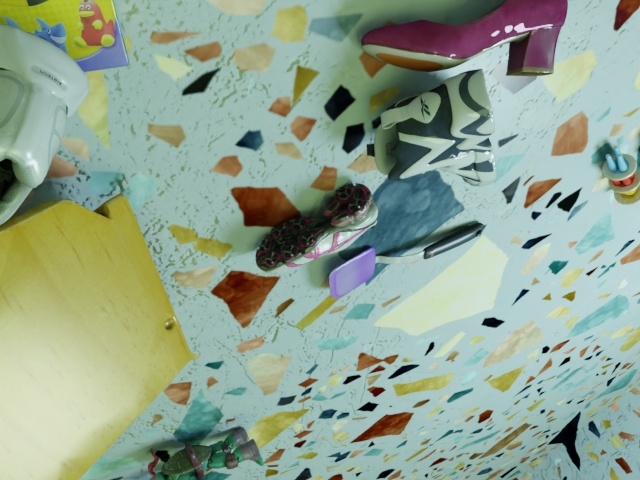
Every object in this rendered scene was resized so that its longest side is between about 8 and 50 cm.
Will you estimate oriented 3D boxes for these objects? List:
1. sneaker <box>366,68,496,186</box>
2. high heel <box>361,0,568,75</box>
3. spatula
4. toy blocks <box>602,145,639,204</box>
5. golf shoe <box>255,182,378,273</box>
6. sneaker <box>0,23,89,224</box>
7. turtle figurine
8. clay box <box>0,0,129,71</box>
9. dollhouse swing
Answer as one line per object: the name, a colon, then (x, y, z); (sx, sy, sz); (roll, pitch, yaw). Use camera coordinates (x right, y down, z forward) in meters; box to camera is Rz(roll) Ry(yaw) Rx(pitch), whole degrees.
sneaker: (0.141, -0.122, 0.656); (0.153, 0.094, 0.235); (-10, 169, 16)
high heel: (0.163, -0.250, 0.561); (0.244, 0.082, 0.117); (0, 101, -10)
spatula: (0.147, 0.025, 0.840); (0.297, 0.030, 0.084); (-17, 138, -13)
toy blocks: (0.556, -0.138, 0.881); (0.123, 0.054, 0.148); (-42, 137, 16)
golf shoe: (0.000, 0.000, 0.708); (0.186, 0.067, 0.086); (-29, 140, 1)
sneaker: (-0.308, -0.051, 0.412); (0.292, 0.118, 0.110); (-24, 150, 30)
turtle figurine: (-0.237, 0.448, 0.974); (0.234, 0.175, 0.118); (-20, 115, -23)
clay box: (-0.231, -0.230, 0.363); (0.128, 0.053, 0.222); (-15, 138, -15)
dollhouse swing: (-0.374, 0.148, 0.517); (0.305, 0.347, 0.315); (1, 119, 28)
